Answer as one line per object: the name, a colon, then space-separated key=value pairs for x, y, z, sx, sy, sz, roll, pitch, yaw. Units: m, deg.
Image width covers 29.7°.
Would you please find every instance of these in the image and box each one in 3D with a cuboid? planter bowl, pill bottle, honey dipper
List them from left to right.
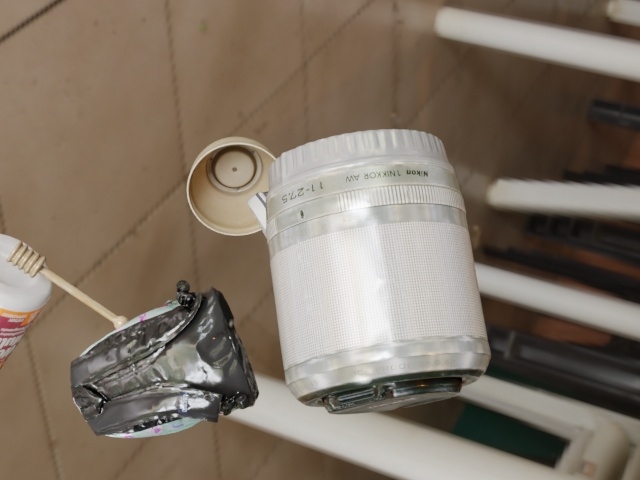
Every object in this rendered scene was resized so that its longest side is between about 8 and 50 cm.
pill bottle: x=-0.431 y=0.104 z=1.487 sx=0.221 sy=0.121 sz=0.121 roll=-51 pitch=170 yaw=28
honey dipper: x=-0.293 y=0.057 z=1.415 sx=0.030 sy=0.161 sz=0.030 roll=-53 pitch=-170 yaw=14
planter bowl: x=-0.140 y=-0.103 z=1.984 sx=0.109 sy=0.162 sz=0.162 roll=-107 pitch=-159 yaw=-64

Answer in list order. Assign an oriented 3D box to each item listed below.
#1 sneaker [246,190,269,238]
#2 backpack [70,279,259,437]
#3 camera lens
sneaker: x=0.000 y=0.000 z=1.642 sx=0.127 sy=0.321 sz=0.126 roll=-33 pitch=120 yaw=-4
backpack: x=-0.167 y=0.144 z=1.271 sx=0.115 sy=0.182 sz=0.152 roll=57 pitch=11 yaw=-72
camera lens: x=0.058 y=0.041 z=1.304 sx=0.219 sy=0.219 sz=0.274 roll=28 pitch=52 yaw=-68
